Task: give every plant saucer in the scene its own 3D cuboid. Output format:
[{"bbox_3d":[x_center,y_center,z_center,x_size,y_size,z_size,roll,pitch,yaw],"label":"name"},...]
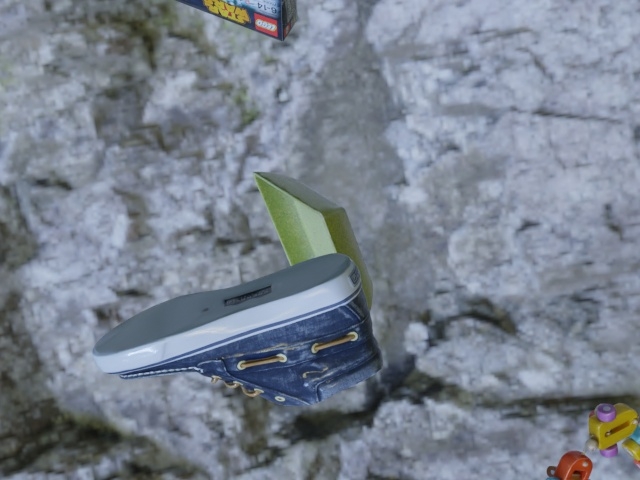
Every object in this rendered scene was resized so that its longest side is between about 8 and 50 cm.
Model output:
[{"bbox_3d":[0.000,0.000,1.368,0.045,0.188,0.188,-33,-146,-17],"label":"plant saucer"}]

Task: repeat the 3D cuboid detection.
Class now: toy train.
[{"bbox_3d":[0.303,0.225,1.089,0.166,0.125,0.046,6,-164,-31],"label":"toy train"}]

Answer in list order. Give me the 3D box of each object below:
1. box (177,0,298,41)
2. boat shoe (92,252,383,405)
[{"bbox_3d":[-0.082,-0.200,0.717,0.137,0.027,0.094,23,153,12],"label":"box"},{"bbox_3d":[-0.052,0.076,0.674,0.183,0.083,0.065,-17,-159,8],"label":"boat shoe"}]
